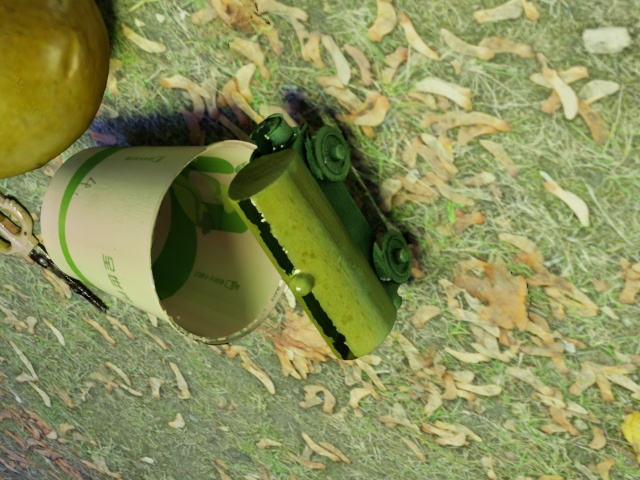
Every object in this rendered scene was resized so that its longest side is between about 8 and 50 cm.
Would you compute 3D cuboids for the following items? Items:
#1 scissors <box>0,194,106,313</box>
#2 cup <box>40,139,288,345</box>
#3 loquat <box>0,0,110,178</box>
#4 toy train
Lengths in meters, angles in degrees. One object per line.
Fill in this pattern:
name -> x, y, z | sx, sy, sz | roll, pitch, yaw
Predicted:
scissors -> -0.470, 0.015, 1.944 | 0.317, 0.024, 0.160 | 42, 143, -8
cup -> -0.205, -0.013, 1.532 | 0.274, 0.253, 0.253 | 10, 137, 40
loquat -> -0.394, -0.218, 1.414 | 0.276, 0.284, 0.276 | 24, 148, 16
toy train -> -0.007, 0.002, 1.415 | 0.126, 0.189, 0.307 | -7, 127, 41
